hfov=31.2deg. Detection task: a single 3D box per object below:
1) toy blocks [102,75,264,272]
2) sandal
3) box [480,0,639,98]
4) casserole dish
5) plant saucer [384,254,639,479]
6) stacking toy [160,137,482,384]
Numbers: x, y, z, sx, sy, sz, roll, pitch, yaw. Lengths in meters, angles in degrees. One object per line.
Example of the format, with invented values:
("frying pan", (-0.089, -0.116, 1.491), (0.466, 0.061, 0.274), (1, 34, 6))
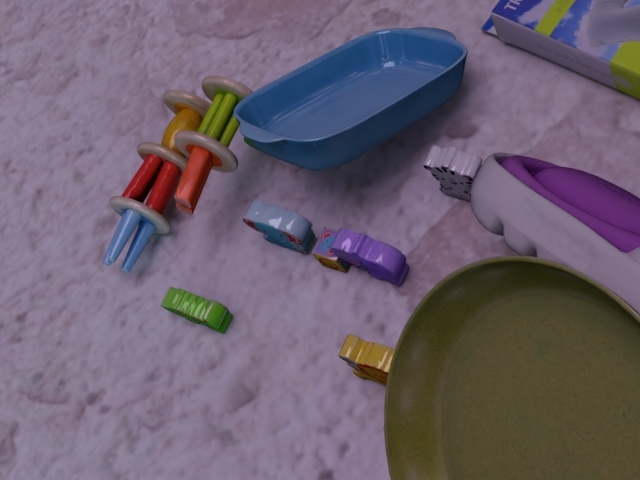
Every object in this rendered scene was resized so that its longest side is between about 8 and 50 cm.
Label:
("toy blocks", (-0.112, -0.046, 0.878), (0.123, 0.054, 0.148), (-4, 58, 58))
("sandal", (0.254, 0.022, 0.617), (0.416, 0.169, 0.102), (29, 111, 34))
("box", (0.210, -0.171, 0.825), (0.178, 0.042, 0.109), (32, 80, 33))
("casserole dish", (0.025, -0.103, 0.836), (0.188, 0.037, 0.114), (-32, 35, -28))
("plant saucer", (0.129, 0.126, 0.642), (0.241, 0.037, 0.241), (13, 107, 50))
("stacking toy", (0.000, 0.000, 0.826), (0.221, 0.052, 0.167), (15, 71, 31))
